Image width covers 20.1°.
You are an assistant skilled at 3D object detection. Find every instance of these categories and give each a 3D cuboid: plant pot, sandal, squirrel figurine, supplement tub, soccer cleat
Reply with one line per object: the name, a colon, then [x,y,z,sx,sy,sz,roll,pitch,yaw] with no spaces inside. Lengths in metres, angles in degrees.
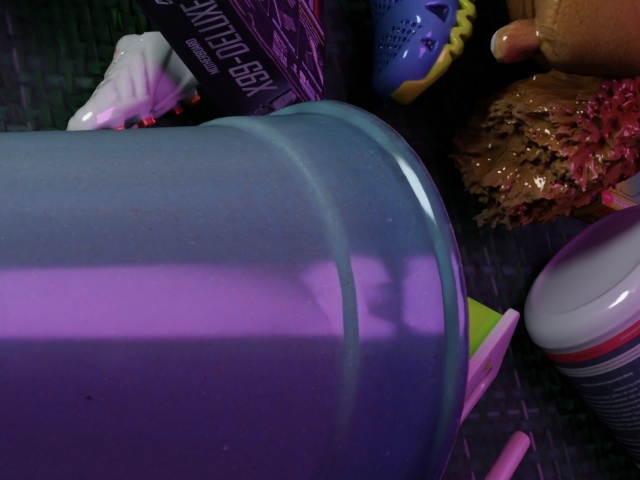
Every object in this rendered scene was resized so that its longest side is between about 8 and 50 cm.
plant pot: [-0.135,0.065,1.212,0.334,0.341,0.341,1,71,-39]
sandal: [0.072,-0.267,1.738,0.138,0.126,0.317,25,49,-26]
squirrel figurine: [0.271,-0.189,1.708,0.370,0.281,0.397,-71,169,-69]
supplement tub: [0.347,0.116,1.780,0.272,0.191,0.191,49,43,-19]
soccer cleat: [-0.154,-0.125,1.463,0.076,0.068,0.196,57,34,-3]

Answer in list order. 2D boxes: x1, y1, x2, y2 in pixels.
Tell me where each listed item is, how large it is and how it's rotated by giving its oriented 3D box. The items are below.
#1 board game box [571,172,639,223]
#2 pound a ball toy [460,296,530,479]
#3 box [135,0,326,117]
board game box: [0.310,-0.102,1.957,0.092,0.043,0.181,21,58,-39]
pound a ball toy: [0.066,0.172,1.472,0.208,0.136,0.319,29,42,12]
box: [-0.088,-0.258,1.482,0.307,0.076,0.242,52,30,-50]
